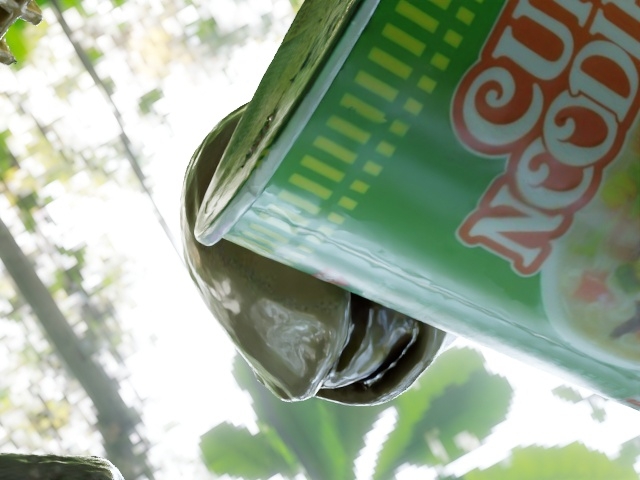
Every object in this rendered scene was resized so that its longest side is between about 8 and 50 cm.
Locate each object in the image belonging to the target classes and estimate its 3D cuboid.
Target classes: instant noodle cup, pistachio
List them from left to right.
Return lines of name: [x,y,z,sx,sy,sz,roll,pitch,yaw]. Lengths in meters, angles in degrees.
pistachio: [0.000,0.000,0.883,0.137,0.153,0.238,3,-167,-14]
instant noodle cup: [0.099,-0.035,0.708,0.207,0.232,0.207,-59,-170,16]

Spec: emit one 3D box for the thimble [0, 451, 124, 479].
thimble: [-0.213,0.235,1.108,0.172,0.205,0.236,4,155,-12]

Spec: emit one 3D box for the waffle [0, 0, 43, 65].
waffle: [-0.207,-0.115,1.005,0.160,0.046,0.192,-28,153,-38]
